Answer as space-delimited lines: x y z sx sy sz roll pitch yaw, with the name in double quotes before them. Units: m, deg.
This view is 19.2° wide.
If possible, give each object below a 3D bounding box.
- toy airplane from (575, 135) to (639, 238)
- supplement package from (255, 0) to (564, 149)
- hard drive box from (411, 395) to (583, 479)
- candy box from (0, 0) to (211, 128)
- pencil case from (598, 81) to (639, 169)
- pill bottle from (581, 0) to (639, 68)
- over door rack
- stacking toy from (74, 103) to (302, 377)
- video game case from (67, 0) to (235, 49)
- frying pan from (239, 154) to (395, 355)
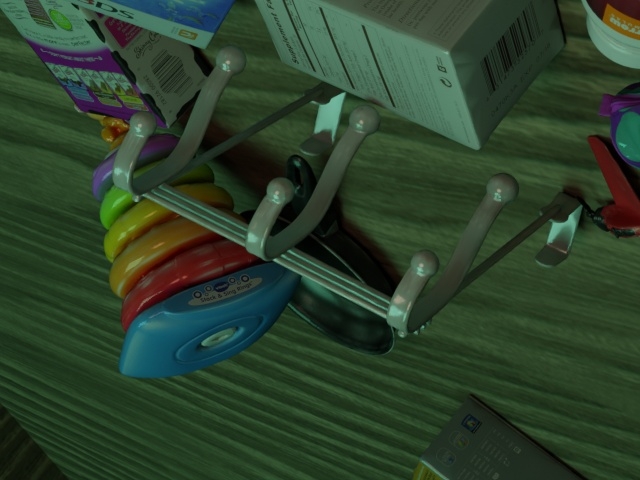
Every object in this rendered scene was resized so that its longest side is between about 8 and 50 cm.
"toy airplane" 0.243 -0.009 1.352 0.151 0.028 0.151 35 158 17
"supplement package" 0.056 -0.157 1.268 0.179 0.105 0.105 28 158 33
"hard drive box" 0.208 0.284 1.927 0.232 0.089 0.181 36 160 12
"candy box" -0.217 -0.213 1.681 0.159 0.071 0.233 14 148 51
"pencil case" 0.233 -0.088 1.154 0.070 0.064 0.152 21 162 -12
"pill bottle" 0.190 -0.161 1.052 0.086 0.086 0.152 35 159 15
"over door rack" 0.035 -0.051 1.340 0.239 0.108 0.324 27 -160 19
"stacking toy" -0.153 -0.038 1.790 0.302 0.175 0.166 65 159 18
"video game case" -0.164 -0.248 1.402 0.244 0.061 0.269 18 162 -10
"frying pan" -0.021 -0.008 1.785 0.197 0.053 0.326 23 152 39
